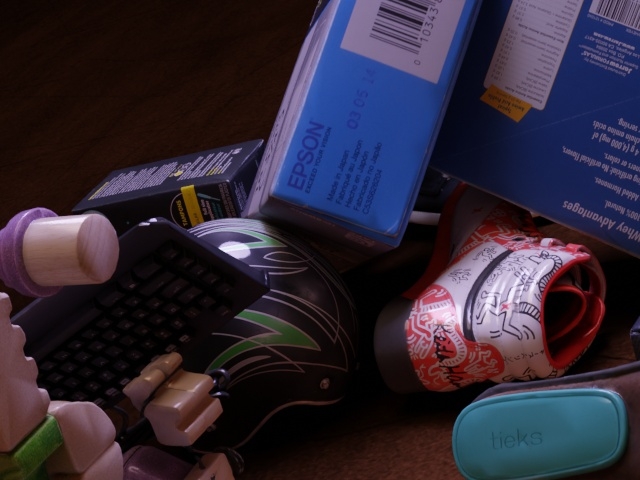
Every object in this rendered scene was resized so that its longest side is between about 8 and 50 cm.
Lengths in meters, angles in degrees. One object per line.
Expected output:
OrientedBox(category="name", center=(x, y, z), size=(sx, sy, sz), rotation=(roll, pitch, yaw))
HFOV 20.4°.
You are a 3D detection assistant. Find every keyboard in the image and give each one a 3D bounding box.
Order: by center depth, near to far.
OrientedBox(category="keyboard", center=(-0.162, 0.110, 1.206), size=(0.317, 0.201, 0.033), rotation=(-36, 52, 20))

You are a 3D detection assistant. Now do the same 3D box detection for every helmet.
OrientedBox(category="helmet", center=(-0.057, 0.064, 1.330), size=(0.161, 0.169, 0.169), rotation=(-33, 16, 12))

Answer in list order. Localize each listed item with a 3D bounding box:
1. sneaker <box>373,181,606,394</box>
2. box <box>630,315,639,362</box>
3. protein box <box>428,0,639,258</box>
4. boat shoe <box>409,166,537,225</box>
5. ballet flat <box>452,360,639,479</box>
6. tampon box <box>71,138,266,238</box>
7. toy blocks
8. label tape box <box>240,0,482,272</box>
OrientedBox(category="sneaker", center=(0.152, 0.024, 1.334), size=(0.145, 0.090, 0.270), rotation=(-7, 26, 28))
OrientedBox(category="box", center=(0.332, 0.028, 1.197), size=(0.183, 0.059, 0.233), rotation=(-5, 23, 32))
OrientedBox(category="protein box", center=(0.218, -0.116, 1.331), size=(0.200, 0.201, 0.136), rotation=(25, 16, 22))
OrientedBox(category="boat shoe", center=(0.099, -0.086, 1.627), size=(0.340, 0.113, 0.127), rotation=(5, 23, 42))
OrientedBox(category="ballet flat", center=(0.204, 0.110, 1.029), size=(0.096, 0.095, 0.280), rotation=(11, -10, -43))
OrientedBox(category="tampon box", center=(-0.121, -0.007, 1.620), size=(0.161, 0.120, 0.101), rotation=(-11, 20, 22))
OrientedBox(category="toy blocks", center=(-0.251, 0.145, 1.071), size=(0.260, 0.288, 0.309), rotation=(-4, 26, 31))
OrientedBox(category="label tape box", center=(0.024, -0.107, 1.420), size=(0.106, 0.240, 0.334), rotation=(20, -8, -6))
